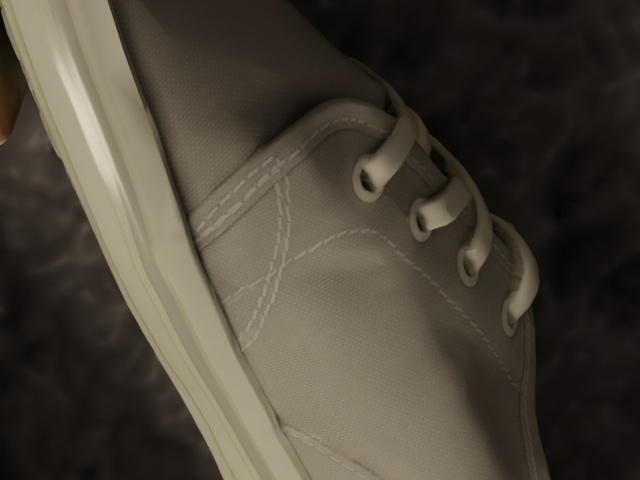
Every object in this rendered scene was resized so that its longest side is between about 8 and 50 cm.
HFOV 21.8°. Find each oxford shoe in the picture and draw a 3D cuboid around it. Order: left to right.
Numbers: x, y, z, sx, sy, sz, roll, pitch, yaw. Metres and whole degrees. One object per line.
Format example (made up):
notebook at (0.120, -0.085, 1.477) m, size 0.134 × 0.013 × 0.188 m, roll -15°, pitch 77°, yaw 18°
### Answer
oxford shoe at (0.000, 0.000, 0.570) m, size 0.130 × 0.169 × 0.449 m, roll -23°, pitch 118°, yaw 5°

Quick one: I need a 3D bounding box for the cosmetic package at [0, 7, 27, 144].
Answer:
cosmetic package at (-0.203, -0.162, 0.500) m, size 0.153 × 0.129 × 0.296 m, roll -17°, pitch 111°, yaw 0°
